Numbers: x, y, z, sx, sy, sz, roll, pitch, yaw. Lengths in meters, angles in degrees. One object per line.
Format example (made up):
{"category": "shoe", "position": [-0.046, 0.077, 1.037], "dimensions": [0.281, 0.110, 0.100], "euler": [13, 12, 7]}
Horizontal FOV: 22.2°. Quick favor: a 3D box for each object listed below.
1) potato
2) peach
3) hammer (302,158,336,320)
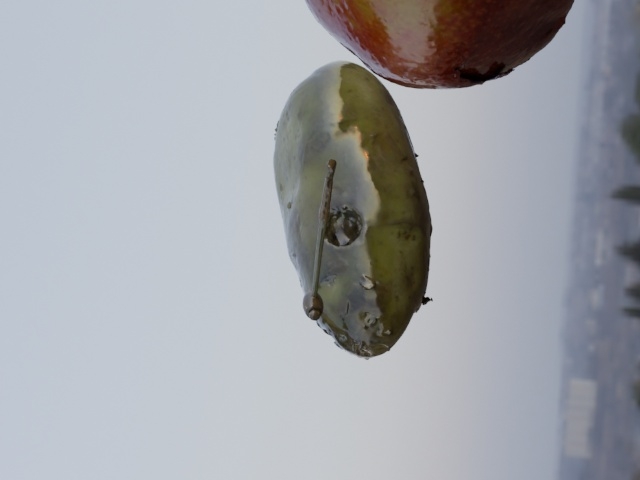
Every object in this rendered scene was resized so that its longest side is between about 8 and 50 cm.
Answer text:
{"category": "potato", "position": [0.035, -0.028, 1.578], "dimensions": [0.191, 0.141, 0.296], "euler": [124, 143, -61]}
{"category": "peach", "position": [0.084, -0.226, 1.204], "dimensions": [0.231, 0.231, 0.231], "euler": [4, -90, -80]}
{"category": "hammer", "position": [0.000, 0.000, 1.052], "dimensions": [0.029, 0.014, 0.123], "euler": [-101, 14, -51]}
